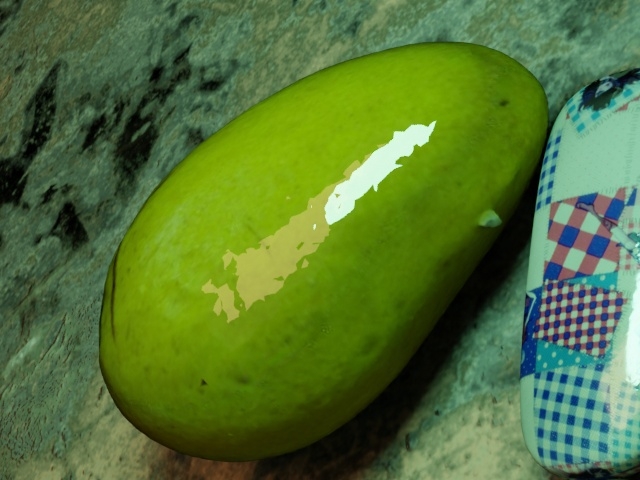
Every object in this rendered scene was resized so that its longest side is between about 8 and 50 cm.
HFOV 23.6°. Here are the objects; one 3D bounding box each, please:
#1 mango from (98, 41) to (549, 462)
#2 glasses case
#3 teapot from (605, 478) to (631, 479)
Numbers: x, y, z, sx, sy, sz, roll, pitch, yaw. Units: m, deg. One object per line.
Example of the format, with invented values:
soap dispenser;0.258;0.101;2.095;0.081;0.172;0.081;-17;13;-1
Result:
mango;0.000;0.000;1.272;0.445;0.220;0.301;-40;38;20
glasses case;0.215;0.020;1.137;0.125;0.076;0.327;-16;55;44
teapot;0.208;0.194;1.042;0.121;0.068;0.076;-42;42;21
